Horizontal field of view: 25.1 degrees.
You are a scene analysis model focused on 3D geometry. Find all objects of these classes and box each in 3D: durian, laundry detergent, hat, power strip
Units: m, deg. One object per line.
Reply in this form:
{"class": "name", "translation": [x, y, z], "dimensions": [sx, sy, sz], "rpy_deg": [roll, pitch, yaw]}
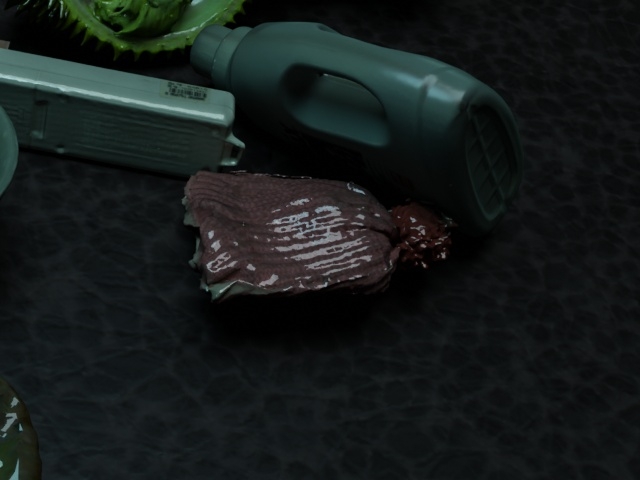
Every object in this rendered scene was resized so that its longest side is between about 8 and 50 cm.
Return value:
{"class": "durian", "translation": [-0.225, -0.312, 1.707], "dimensions": [0.355, 0.169, 0.157], "rpy_deg": [-9, 50, -28]}
{"class": "laundry detergent", "translation": [0.020, -0.159, 1.594], "dimensions": [0.397, 0.264, 0.125], "rpy_deg": [26, 77, 27]}
{"class": "hat", "translation": [0.000, 0.000, 1.495], "dimensions": [0.286, 0.107, 0.237], "rpy_deg": [1, 36, -11]}
{"class": "power strip", "translation": [-0.249, -0.138, 1.565], "dimensions": [0.338, 0.098, 0.058], "rpy_deg": [10, 42, -8]}

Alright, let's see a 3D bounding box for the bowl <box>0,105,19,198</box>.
{"class": "bowl", "translation": [-0.443, -0.049, 1.372], "dimensions": [0.289, 0.146, 0.289], "rpy_deg": [11, 41, -10]}

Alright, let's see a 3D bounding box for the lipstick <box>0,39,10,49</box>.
{"class": "lipstick", "translation": [-0.427, -0.210, 1.623], "dimensions": [0.145, 0.045, 0.045], "rpy_deg": [9, 40, -8]}

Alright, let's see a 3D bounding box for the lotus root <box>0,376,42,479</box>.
{"class": "lotus root", "translation": [-0.426, 0.189, 1.159], "dimensions": [0.390, 0.111, 0.375], "rpy_deg": [33, 49, 15]}
